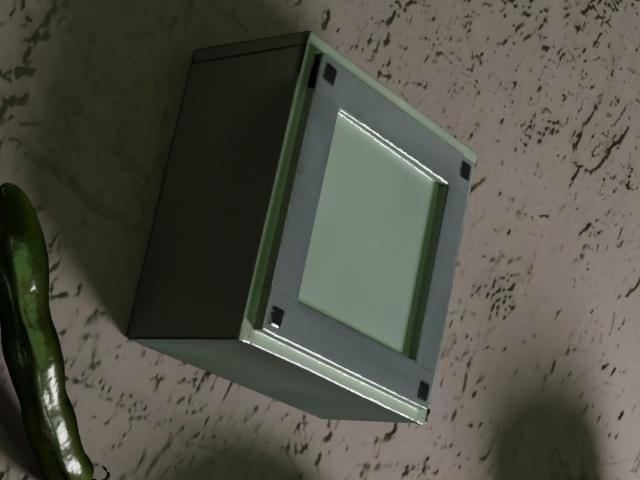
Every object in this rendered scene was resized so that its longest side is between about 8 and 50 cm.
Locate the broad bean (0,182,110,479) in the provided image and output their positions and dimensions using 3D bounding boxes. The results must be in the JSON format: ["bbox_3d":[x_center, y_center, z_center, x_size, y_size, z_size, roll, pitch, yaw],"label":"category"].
[{"bbox_3d":[-0.173,0.075,0.865,0.069,0.039,0.227,-79,162,-63],"label":"broad bean"}]

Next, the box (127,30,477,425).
[{"bbox_3d":[0.000,0.000,1.035,0.225,0.117,0.225,29,66,-46],"label":"box"}]
